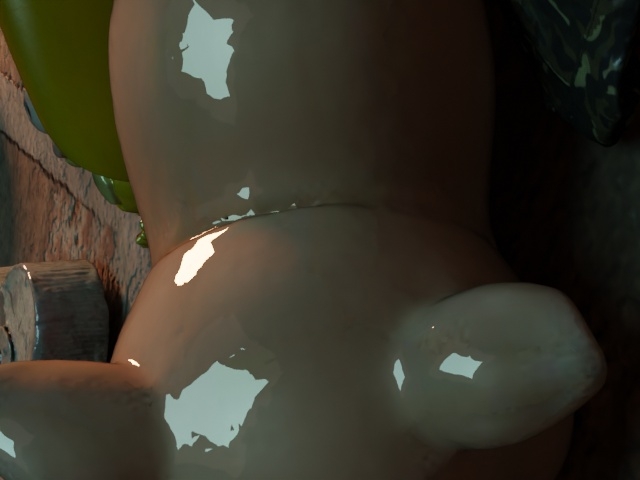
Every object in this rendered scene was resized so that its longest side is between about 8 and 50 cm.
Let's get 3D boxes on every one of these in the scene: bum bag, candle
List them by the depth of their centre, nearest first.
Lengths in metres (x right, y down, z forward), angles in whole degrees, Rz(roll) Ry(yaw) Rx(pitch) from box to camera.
[{"bbox_3d":[0.090,-0.155,0.588,0.102,0.069,0.248,75,175,-61],"label":"bum bag"},{"bbox_3d":[-0.224,0.097,1.075,0.192,0.068,0.169,-11,81,61],"label":"candle"}]

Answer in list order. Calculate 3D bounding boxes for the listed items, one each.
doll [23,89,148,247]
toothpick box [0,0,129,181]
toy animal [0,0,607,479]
[{"bbox_3d":[-0.148,-0.091,0.926,0.145,0.096,0.188,85,160,-51],"label":"doll"},{"bbox_3d":[-0.102,-0.161,0.745,0.271,0.175,0.175,89,159,-48],"label":"toothpick box"},{"bbox_3d":[0.000,0.000,0.591,0.269,0.237,0.326,-57,-42,-70],"label":"toy animal"}]
